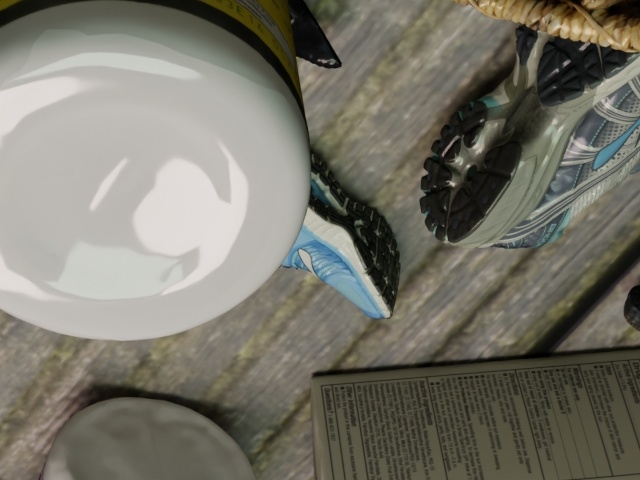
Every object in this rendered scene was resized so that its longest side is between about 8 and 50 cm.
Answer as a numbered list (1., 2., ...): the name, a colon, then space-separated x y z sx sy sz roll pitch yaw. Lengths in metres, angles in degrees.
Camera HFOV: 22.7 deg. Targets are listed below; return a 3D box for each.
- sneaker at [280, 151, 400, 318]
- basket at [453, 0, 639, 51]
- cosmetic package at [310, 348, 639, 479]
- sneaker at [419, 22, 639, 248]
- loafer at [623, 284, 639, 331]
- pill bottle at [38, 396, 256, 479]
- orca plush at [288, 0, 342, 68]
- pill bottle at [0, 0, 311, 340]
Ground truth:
1. sneaker: 0.000 0.000 1.167 0.073 0.063 0.162 -20 126 32
2. basket: 0.160 -0.249 0.835 0.223 0.213 0.299 -15 135 -26
3. cosmetic package: 0.144 0.189 1.266 0.296 0.153 0.129 -4 130 -2
4. sneaker: 0.188 -0.104 1.086 0.122 0.110 0.283 12 131 -38
5. loafer: 0.308 0.079 1.256 0.170 0.062 0.061 16 129 -17
6. pill bottle: -0.171 0.284 1.292 0.169 0.169 0.301 13 125 -17
7. orca plush: -0.112 -0.050 1.072 0.287 0.102 0.151 -27 127 14
8. pill bottle: -0.109 -0.119 0.870 0.187 0.334 0.188 -3 129 -4
